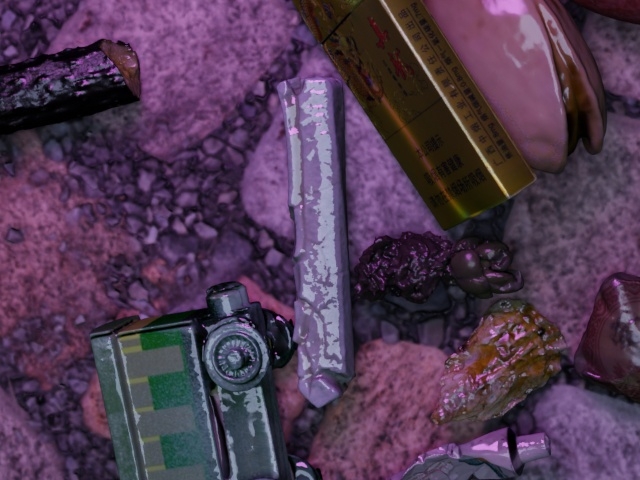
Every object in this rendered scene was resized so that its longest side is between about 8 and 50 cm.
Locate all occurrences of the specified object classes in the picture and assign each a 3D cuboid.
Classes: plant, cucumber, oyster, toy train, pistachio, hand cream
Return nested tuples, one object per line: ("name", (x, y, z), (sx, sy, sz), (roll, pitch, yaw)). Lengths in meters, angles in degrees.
("plant", (0.117, 0.028, 1.485), (0.174, 0.087, 0.085), (-1, 125, 12))
("cucumber", (-0.338, -0.144, 1.524), (0.303, 0.081, 0.072), (-13, 122, 8))
("oyster", (0.180, 0.123, 1.505), (0.146, 0.045, 0.122), (-7, 80, 7))
("toy train", (-0.114, 0.198, 1.506), (0.202, 0.120, 0.301), (-11, 94, 11))
("pistachio", (0.188, -0.175, 1.416), (0.138, 0.153, 0.238), (-31, 88, -14))
("hand cream", (0.116, 0.253, 1.503), (0.257, 0.050, 0.084), (-28, 132, 13))

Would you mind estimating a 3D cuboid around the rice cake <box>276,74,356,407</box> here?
("rice cake", (0.000, 0.000, 1.496), (0.063, 0.066, 0.336), (-3, 92, 16))

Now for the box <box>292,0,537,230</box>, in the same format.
("box", (0.079, -0.161, 1.424), (0.043, 0.173, 0.311), (-33, 91, -19))

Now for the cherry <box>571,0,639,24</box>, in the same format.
("cherry", (0.321, -0.317, 1.358), (0.285, 0.213, 0.236), (1, 87, 16))

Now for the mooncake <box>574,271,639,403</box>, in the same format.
("mooncake", (0.326, 0.102, 1.464), (0.130, 0.073, 0.125), (17, 98, 7))
